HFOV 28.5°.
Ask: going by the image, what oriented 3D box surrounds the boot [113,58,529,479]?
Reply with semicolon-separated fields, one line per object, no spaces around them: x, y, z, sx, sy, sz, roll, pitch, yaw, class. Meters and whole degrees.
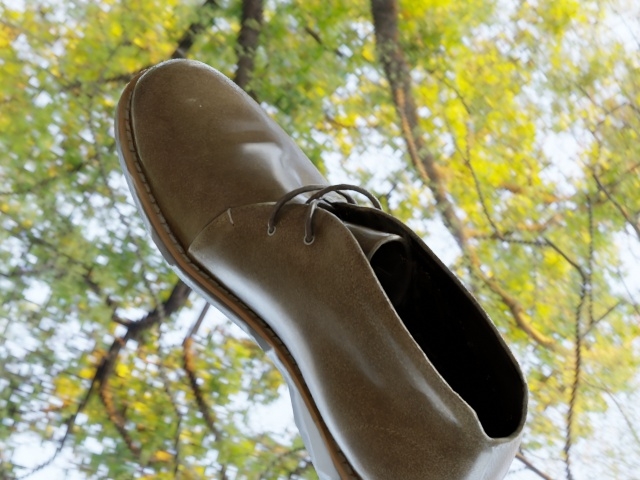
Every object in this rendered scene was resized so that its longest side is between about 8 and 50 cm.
0.000;0.000;0.633;0.305;0.112;0.115;53;-36;24;boot
